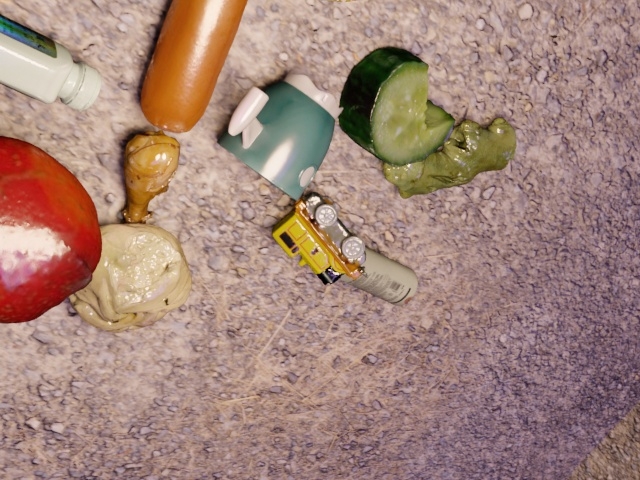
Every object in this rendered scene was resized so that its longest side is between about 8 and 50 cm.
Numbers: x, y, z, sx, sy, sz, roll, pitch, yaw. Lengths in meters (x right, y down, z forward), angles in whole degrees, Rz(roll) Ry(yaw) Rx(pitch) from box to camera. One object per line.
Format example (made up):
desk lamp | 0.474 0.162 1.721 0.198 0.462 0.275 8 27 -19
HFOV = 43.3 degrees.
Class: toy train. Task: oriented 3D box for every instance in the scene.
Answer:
toy train | 0.000 0.000 1.480 0.127 0.089 0.219 -38 103 7

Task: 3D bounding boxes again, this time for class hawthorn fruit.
hawthorn fruit | -0.466 -0.029 1.124 0.265 0.265 0.307 -36 127 -3

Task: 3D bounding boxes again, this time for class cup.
cup | -0.056 -0.181 1.325 0.173 0.167 0.299 -55 158 1

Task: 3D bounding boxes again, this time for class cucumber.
cucumber | 0.125 -0.232 1.419 0.191 0.130 0.191 -14 121 -25

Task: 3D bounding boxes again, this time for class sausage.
sausage | -0.189 -0.291 1.204 0.105 0.105 0.274 10 116 -35

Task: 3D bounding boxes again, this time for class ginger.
ginger | 0.252 -0.164 1.564 0.289 0.089 0.137 -21 148 -11

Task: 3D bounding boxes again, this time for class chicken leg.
chicken leg | -0.283 -0.100 1.300 0.085 0.101 0.207 1 141 -26

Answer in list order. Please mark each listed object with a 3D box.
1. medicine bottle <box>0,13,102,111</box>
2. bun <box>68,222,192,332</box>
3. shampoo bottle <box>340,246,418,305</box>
medicine bottle | -0.411 -0.249 1.089 0.228 0.121 0.083 22 108 -39
bun | -0.321 0.074 1.353 0.209 0.116 0.237 -11 140 -13
shampoo bottle | 0.084 0.055 1.616 0.262 0.085 0.085 26 106 -39
